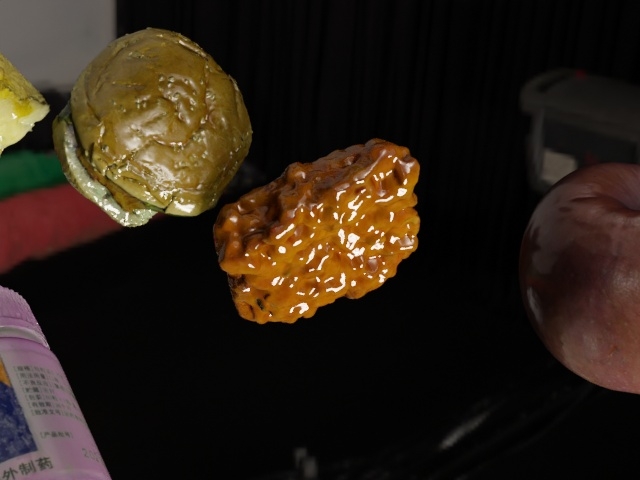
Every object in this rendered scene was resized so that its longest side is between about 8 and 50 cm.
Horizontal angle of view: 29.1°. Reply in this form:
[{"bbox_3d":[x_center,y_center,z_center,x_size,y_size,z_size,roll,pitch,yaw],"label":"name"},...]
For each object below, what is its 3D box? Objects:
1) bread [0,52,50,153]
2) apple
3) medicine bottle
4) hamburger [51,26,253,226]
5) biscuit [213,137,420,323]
[{"bbox_3d":[-0.523,-0.217,1.783,0.133,0.174,0.251,52,-174,16],"label":"bread"},{"bbox_3d":[0.376,0.046,1.397,0.306,0.235,0.305,0,-154,0],"label":"apple"},{"bbox_3d":[-0.341,0.204,1.303,0.178,0.178,0.290,-11,-129,-29],"label":"medicine bottle"},{"bbox_3d":[-0.232,-0.163,1.781,0.134,0.265,0.285,-20,-143,45],"label":"hamburger"},{"bbox_3d":[0.000,0.000,1.833,0.318,0.312,0.110,-29,-120,-11],"label":"biscuit"}]
